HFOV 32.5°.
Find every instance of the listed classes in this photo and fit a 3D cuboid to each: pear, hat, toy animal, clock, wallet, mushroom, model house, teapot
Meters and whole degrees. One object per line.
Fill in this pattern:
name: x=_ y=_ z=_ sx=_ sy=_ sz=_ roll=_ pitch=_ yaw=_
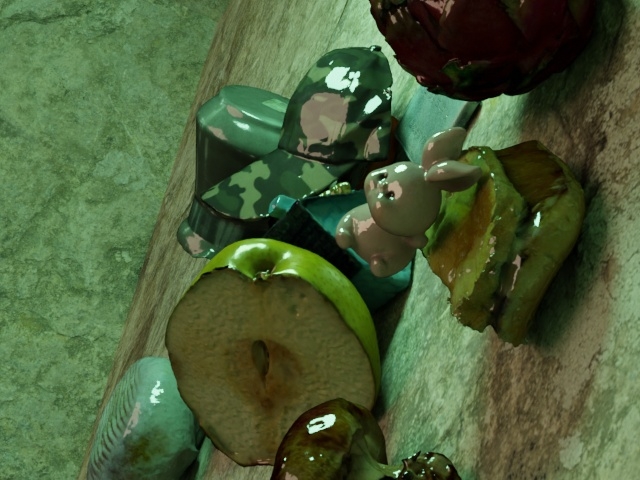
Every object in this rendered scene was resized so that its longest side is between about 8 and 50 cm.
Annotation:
pear: x=-0.054 y=0.161 z=1.714 sx=0.191 sy=0.340 sz=0.386 roll=-57 pitch=-26 yaw=-54
hat: x=-0.049 y=-0.200 z=1.990 sx=0.366 sy=0.381 sz=0.257 roll=-151 pitch=49 yaw=-72
toy animal: x=0.102 y=-0.057 z=1.365 sx=0.124 sy=0.124 sz=0.212 roll=-87 pitch=20 yaw=-47
clock: x=0.089 y=-0.138 z=2.035 sx=0.205 sy=0.051 sz=0.205 roll=-54 pitch=20 yaw=30
wallet: x=0.191 y=-0.204 z=1.846 sx=0.167 sy=0.036 sz=0.222 roll=-61 pitch=19 yaw=20
mushroom: x=0.037 y=0.350 z=1.395 sx=0.254 sy=0.267 sz=0.267 roll=29 pitch=97 yaw=38
model house: x=0.000 y=0.000 z=1.829 sx=0.261 sy=0.241 sz=0.226 roll=-45 pitch=30 yaw=51
teapot: x=-0.143 y=-0.132 z=2.390 sx=0.362 sy=0.305 sz=0.376 roll=-68 pitch=-12 yaw=21

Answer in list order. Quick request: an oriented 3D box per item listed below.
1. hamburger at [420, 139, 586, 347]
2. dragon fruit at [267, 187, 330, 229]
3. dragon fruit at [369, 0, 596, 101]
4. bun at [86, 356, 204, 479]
hamburger: x=0.227 y=-0.022 z=1.355 sx=0.211 sy=0.132 sz=0.309 roll=-61 pitch=17 yaw=21
dragon fruit: x=-0.029 y=-0.053 z=2.142 sx=0.130 sy=0.142 sz=0.121 roll=-71 pitch=-2 yaw=-57
dragon fruit: x=0.221 y=-0.342 z=1.494 sx=0.329 sy=0.329 sz=0.329 roll=-55 pitch=21 yaw=34
bun: x=-0.380 y=0.434 z=2.449 sx=0.362 sy=0.211 sz=0.362 roll=-59 pitch=17 yaw=31
